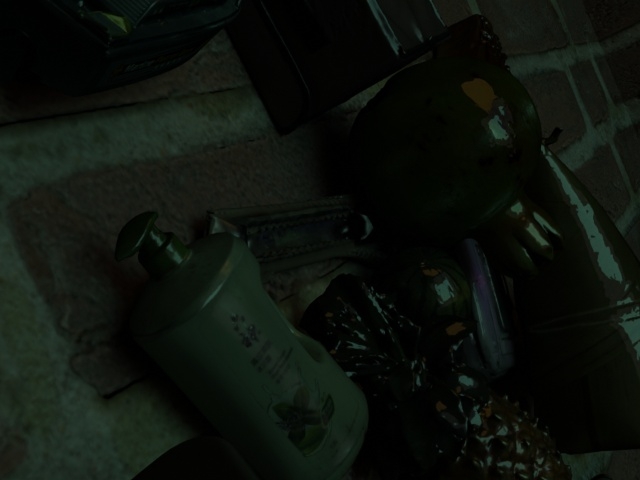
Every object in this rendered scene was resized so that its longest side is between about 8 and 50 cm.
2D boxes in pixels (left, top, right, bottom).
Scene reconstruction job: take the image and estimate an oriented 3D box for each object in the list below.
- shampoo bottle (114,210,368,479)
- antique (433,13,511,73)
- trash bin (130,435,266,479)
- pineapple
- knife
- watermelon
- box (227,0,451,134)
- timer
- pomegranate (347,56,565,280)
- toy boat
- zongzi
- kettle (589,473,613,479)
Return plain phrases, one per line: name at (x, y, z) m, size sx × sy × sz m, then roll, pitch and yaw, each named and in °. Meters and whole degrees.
shampoo bottle at (-0.061, 0.073, 0.672) m, size 0.234 × 0.087 × 0.118 m, roll 54°, pitch 36°, yaw -24°
antique at (0.215, -0.199, 1.326) m, size 0.087 × 0.093 × 0.310 m, roll 48°, pitch 34°, yaw -33°
trash bin at (-0.061, 0.262, 0.457) m, size 0.209 × 0.182 × 0.290 m, roll 54°, pitch 37°, yaw -26°
pineapple at (0.105, 0.155, 0.855) m, size 0.310 × 0.141 × 0.170 m, roll 47°, pitch 64°, yaw -22°
knife at (0.005, -0.002, 0.885) m, size 0.365 × 0.043 × 0.089 m, roll -6°, pitch 77°, yaw -60°
watermelon at (0.098, 0.071, 0.943) m, size 0.105 × 0.105 × 0.133 m, roll -62°, pitch 160°, yaw -55°
box at (-0.003, -0.265, 0.939) m, size 0.252 × 0.153 × 0.188 m, roll 62°, pitch 28°, yaw -8°
timer at (0.170, 0.060, 1.082) m, size 0.191 × 0.069 × 0.208 m, roll 3°, pitch 70°, yaw -68°
pomegranate at (0.148, -0.078, 0.946) m, size 0.190 × 0.159 × 0.240 m, roll 1°, pitch 61°, yaw -41°
toy boat at (-0.131, -0.190, 0.701) m, size 0.114 × 0.122 × 0.296 m, roll 41°, pitch 28°, yaw 0°
zongzi at (0.344, 0.028, 1.224) m, size 0.447 × 0.181 × 0.418 m, roll -41°, pitch 116°, yaw -68°
kettle at (0.252, 0.388, 0.946) m, size 0.255 × 0.165 × 0.240 m, roll -19°, pitch 117°, yaw -67°
